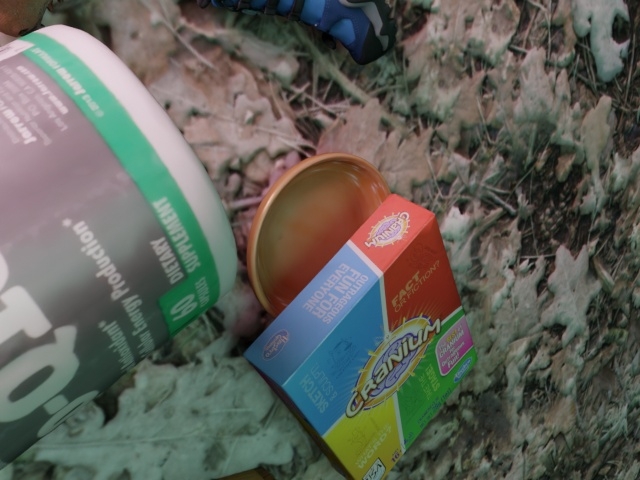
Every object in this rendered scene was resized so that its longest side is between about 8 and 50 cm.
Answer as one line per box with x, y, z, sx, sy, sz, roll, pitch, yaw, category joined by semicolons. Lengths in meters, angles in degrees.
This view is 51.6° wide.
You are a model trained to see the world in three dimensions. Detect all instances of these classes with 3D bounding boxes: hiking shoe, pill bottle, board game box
-0.048;-0.244;0.579;0.132;0.113;0.304;-39;137;14;hiking shoe
-0.242;0.050;0.364;0.361;0.204;0.204;-38;126;-24;pill bottle
0.069;0.137;0.782;0.242;0.064;0.317;-47;140;-17;board game box

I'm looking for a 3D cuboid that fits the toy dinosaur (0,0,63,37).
-0.243;-0.270;0.383;0.200;0.127;0.295;-44;121;2;toy dinosaur

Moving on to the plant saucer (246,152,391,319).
0.000;0.000;0.731;0.199;0.037;0.200;-14;114;-35;plant saucer

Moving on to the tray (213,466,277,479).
-0.158;0.480;0.750;0.202;0.076;0.411;-1;105;-39;tray
